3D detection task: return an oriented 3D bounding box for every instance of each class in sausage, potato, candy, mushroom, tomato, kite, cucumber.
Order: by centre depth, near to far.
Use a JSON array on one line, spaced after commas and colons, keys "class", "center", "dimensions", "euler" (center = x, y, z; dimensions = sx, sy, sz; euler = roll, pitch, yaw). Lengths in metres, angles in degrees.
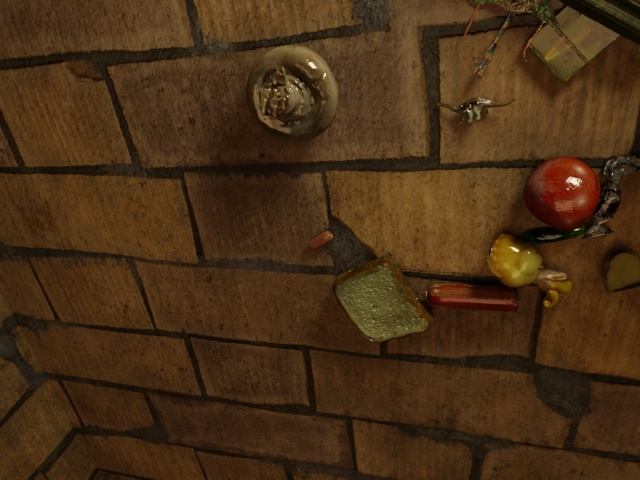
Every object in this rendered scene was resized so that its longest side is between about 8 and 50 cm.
[{"class": "kite", "center": [0.391, -0.454, 1.075], "dimensions": [0.198, 0.006, 0.244], "euler": [27, 118, 13]}, {"class": "tomato", "center": [0.545, -0.108, 1.176], "dimensions": [0.167, 0.167, 0.167], "euler": [9, 124, 13]}, {"class": "candy", "center": [0.676, -0.094, 1.203], "dimensions": [0.093, 0.051, 0.226], "euler": [12, 122, 4]}, {"class": "mushroom", "center": [-0.068, -0.341, 1.217], "dimensions": [0.226, 0.178, 0.227], "euler": [4, 114, 10]}, {"class": "potato", "center": [0.738, 0.065, 1.279], "dimensions": [0.096, 0.066, 0.103], "euler": [-13, 109, -2]}, {"class": "cucumber", "center": [0.582, -0.014, 1.295], "dimensions": [0.167, 0.039, 0.039], "euler": [-9, 118, 21]}, {"class": "sausage", "center": [0.411, 0.157, 1.437], "dimensions": [0.263, 0.083, 0.083], "euler": [1, 122, 19]}, {"class": "sausage", "center": [0.000, 0.000, 1.499], "dimensions": [0.083, 0.034, 0.034], "euler": [-33, 107, 31]}]

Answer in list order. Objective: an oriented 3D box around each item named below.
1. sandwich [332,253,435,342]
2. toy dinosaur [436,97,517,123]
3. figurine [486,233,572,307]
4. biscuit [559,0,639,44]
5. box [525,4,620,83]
[{"class": "sandwich", "center": [0.179, 0.178, 1.521], "dimensions": [0.226, 0.087, 0.251], "euler": [-28, 107, 29]}, {"class": "toy dinosaur", "center": [0.357, -0.298, 1.189], "dimensions": [0.180, 0.037, 0.058], "euler": [-3, 125, 21]}, {"class": "figurine", "center": [0.530, 0.077, 1.328], "dimensions": [0.246, 0.131, 0.156], "euler": [27, 157, -10]}, {"class": "biscuit", "center": [0.529, -0.461, 0.972], "dimensions": [0.322, 0.038, 0.099], "euler": [31, 149, 0]}, {"class": "box", "center": [0.535, -0.433, 1.049], "dimensions": [0.121, 0.030, 0.193], "euler": [41, 124, -9]}]
